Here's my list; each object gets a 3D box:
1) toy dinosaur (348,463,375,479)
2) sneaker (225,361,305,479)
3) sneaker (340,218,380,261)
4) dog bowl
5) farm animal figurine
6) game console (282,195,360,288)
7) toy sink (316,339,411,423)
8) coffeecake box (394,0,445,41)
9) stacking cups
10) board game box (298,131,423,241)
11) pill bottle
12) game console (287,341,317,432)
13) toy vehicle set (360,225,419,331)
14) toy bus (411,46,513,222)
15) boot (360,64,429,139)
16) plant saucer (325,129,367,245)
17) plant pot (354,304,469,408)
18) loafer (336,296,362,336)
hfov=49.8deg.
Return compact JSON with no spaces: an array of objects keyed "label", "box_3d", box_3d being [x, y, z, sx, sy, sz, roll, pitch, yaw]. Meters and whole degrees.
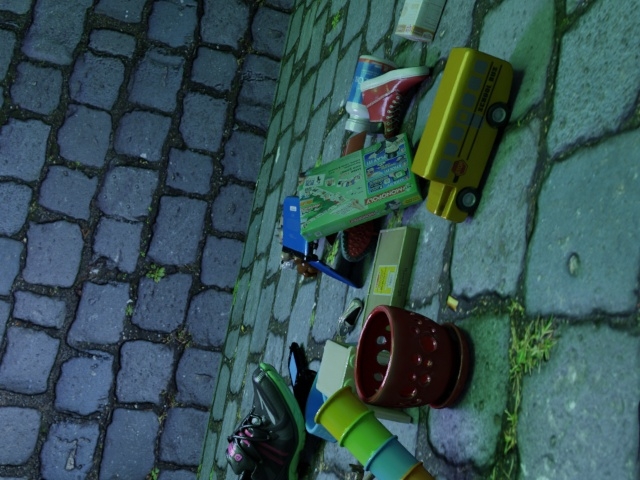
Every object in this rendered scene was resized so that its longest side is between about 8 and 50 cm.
[{"label":"toy dinosaur","box_3d":[0.090,0.596,1.423,0.296,0.127,0.200,-96,18,-62]},{"label":"sneaker","box_3d":[-0.165,0.571,1.961,0.185,0.202,0.483,39,133,53]},{"label":"sneaker","box_3d":[0.109,-0.040,1.942,0.125,0.104,0.262,114,171,-57]},{"label":"dog bowl","box_3d":[0.035,0.399,1.834,0.166,0.074,0.297,-108,35,-61]},{"label":"farm animal figurine","box_3d":[-0.073,-0.050,2.378,0.327,0.172,0.330,-167,91,-74]},{"label":"game console","box_3d":[0.000,0.000,2.013,0.293,0.173,0.250,-164,76,-73]},{"label":"toy sink","box_3d":[0.105,0.306,1.543,0.234,0.152,0.131,-178,101,-74]},{"label":"coffeecake box","box_3d":[0.281,-0.642,1.879,0.142,0.068,0.186,-125,51,-68]},{"label":"stacking cups","box_3d":[0.127,0.401,1.220,0.316,0.096,0.096,43,128,23]},{"label":"board game box","box_3d":[0.094,-0.137,1.764,0.317,0.046,0.214,-19,49,19]},{"label":"pill bottle","box_3d":[0.146,-0.427,2.051,0.124,0.124,0.222,-143,67,-72]},{"label":"game console","box_3d":[-0.073,0.467,2.187,0.361,0.044,0.213,-111,38,-63]},{"label":"toy vehicle set","box_3d":[0.168,0.101,1.703,0.166,0.035,0.267,175,108,-73]},{"label":"toy bus","box_3d":[0.284,-0.212,1.409,0.108,0.130,0.333,-127,53,-69]},{"label":"boot","box_3d":[0.216,-0.374,1.888,0.244,0.088,0.176,-8,94,54]},{"label":"plant saucer","box_3d":[0.062,-0.149,1.958,0.258,0.047,0.259,112,172,-64]},{"label":"plant pot","box_3d":[0.176,0.232,1.328,0.191,0.174,0.191,-166,90,-73]},{"label":"loafer","box_3d":[0.080,0.216,1.893,0.125,0.045,0.039,-66,25,21]}]
